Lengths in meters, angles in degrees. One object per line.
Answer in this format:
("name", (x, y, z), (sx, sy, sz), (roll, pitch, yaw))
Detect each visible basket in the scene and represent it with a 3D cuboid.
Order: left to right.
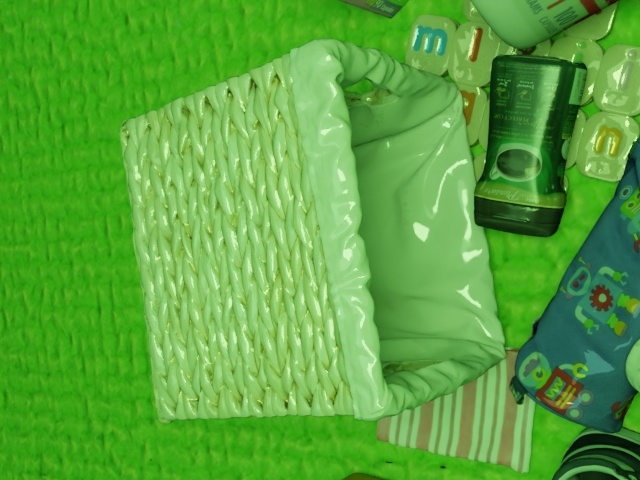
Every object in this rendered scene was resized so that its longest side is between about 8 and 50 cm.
("basket", (0.000, 0.000, 0.888), (0.266, 0.328, 0.331), (-10, 87, 29))

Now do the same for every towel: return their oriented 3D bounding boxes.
("towel", (0.155, 0.186, 1.009), (0.197, 0.029, 0.144), (5, 97, 32))

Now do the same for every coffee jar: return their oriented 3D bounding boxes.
("coffee jar", (0.216, -0.098, 0.897), (0.096, 0.079, 0.184), (11, 101, 24))

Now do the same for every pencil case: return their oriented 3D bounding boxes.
("pencil case", (0.302, 0.042, 0.852), (0.133, 0.119, 0.306), (39, 114, 41))

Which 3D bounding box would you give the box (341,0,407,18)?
("box", (-0.005, -0.387, 0.964), (0.117, 0.213, 0.243), (-48, 69, 25))

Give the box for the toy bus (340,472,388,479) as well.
("toy bus", (0.102, 0.366, 1.008), (0.332, 0.108, 0.130), (7, 96, 32))

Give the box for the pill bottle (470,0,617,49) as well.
("pill bottle", (0.302, -0.361, 0.749), (0.407, 0.229, 0.229), (-27, 79, 25))

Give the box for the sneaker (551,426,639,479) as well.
("sneaker", (0.357, 0.259, 0.809), (0.282, 0.153, 0.099), (11, 100, 32))

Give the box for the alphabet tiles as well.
("alphabet tiles", (0.217, -0.162, 0.950), (0.284, 0.021, 0.278), (18, 105, 31))

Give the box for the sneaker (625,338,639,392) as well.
("sneaker", (0.389, 0.166, 0.766), (0.232, 0.115, 0.090), (21, 108, -7))
